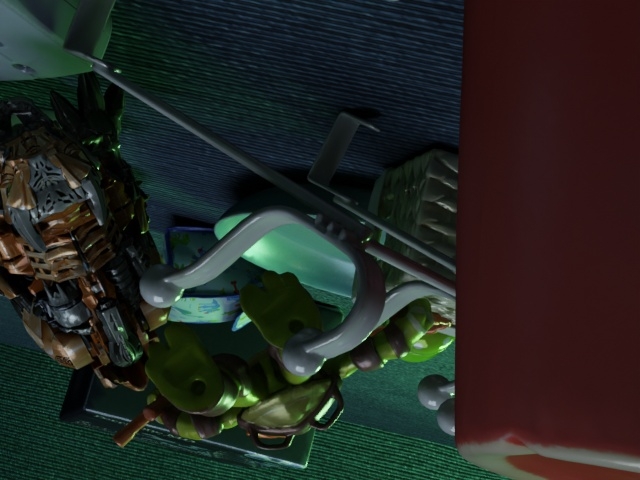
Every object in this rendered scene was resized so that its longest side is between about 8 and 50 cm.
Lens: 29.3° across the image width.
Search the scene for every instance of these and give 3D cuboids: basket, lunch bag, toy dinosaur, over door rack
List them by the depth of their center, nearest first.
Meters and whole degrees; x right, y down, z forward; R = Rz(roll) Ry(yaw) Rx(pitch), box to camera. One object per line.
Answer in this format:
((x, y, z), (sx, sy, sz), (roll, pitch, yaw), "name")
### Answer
((0.000, 0.000, 0.681), (0.239, 0.108, 0.324), (26, -164, -43), "over door rack")
((-0.173, 0.017, 0.832), (0.164, 0.218, 0.322), (-15, 142, -29), "toy dinosaur")
((0.123, 0.011, 0.914), (0.167, 0.113, 0.103), (16, 164, -13), "basket")
((-0.096, 0.043, 1.326), (0.151, 0.096, 0.129), (1, 166, -9), "lunch bag")

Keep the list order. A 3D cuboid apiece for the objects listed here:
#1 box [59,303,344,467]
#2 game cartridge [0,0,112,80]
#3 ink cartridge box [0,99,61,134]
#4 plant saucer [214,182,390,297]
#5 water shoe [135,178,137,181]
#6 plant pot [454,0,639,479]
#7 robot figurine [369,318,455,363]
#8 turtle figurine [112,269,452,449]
((-0.178, 0.178, 1.690), (0.293, 0.212, 0.395), (17, 166, -12), "box")
((-0.284, -0.159, 0.751), (0.294, 0.060, 0.196), (7, 162, 26), "game cartridge")
((-0.316, -0.088, 0.928), (0.165, 0.065, 0.332), (9, 180, 45), "ink cartridge box")
((0.061, 0.010, 1.125), (0.317, 0.044, 0.317), (14, 167, 3), "plant saucer")
((-0.265, -0.062, 1.139), (0.203, 0.073, 0.080), (15, 142, -13), "water shoe")
((0.171, -0.013, 0.488), (0.275, 0.243, 0.275), (12, 167, 3), "plant pot")
((0.091, 0.075, 1.123), (0.101, 0.067, 0.115), (-13, 169, -8), "robot figurine")
((-0.041, 0.100, 0.833), (0.269, 0.087, 0.217), (-18, 161, 7), "turtle figurine")
